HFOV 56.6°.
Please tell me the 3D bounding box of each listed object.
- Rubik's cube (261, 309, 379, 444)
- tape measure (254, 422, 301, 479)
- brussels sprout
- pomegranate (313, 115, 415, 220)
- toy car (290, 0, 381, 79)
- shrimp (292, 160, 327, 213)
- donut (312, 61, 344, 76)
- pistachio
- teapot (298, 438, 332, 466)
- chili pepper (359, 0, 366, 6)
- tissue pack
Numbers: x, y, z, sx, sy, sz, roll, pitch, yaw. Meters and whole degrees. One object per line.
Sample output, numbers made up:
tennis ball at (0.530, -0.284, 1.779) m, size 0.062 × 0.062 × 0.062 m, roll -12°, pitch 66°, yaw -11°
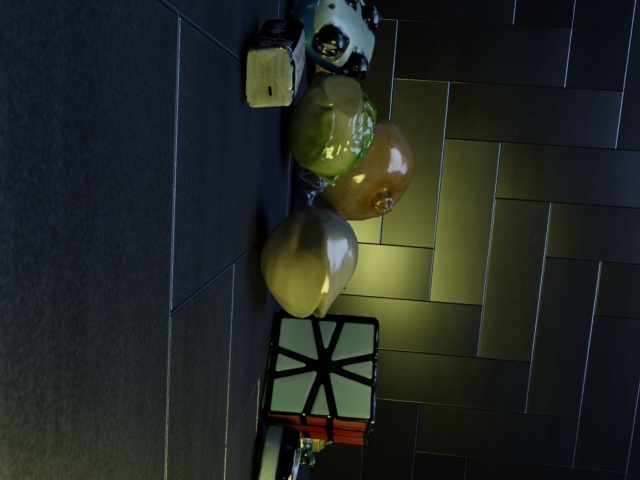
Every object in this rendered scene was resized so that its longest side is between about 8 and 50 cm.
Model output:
Rubik's cube at (0.008, 0.372, 1.606) m, size 0.283 × 0.293 × 0.289 m, roll 92°, pitch 2°, yaw -61°
tape measure at (-0.104, 0.541, 1.449) m, size 0.182 × 0.107 × 0.181 m, roll -79°, pitch 175°, yaw -62°
brussels sprout at (0.029, -0.295, 1.540) m, size 0.294 × 0.227 × 0.260 m, roll 115°, pitch -12°, yaw -65°
pomegranate at (0.146, -0.248, 2.111) m, size 0.411 × 0.410 × 0.412 m, roll 4°, pitch 90°, yaw -86°
toy car at (0.026, -0.522, 1.484) m, size 0.255 × 0.190 × 0.189 m, roll 21°, pitch 80°, yaw -54°
shrimp at (-0.009, -0.185, 1.771) m, size 0.221 × 0.165 × 0.411 m, roll -54°, pitch 160°, yaw -87°
donut at (0.049, -0.652, 1.989) m, size 0.330 × 0.159 × 0.330 m, roll -3°, pitch 90°, yaw -89°
pistachio at (-0.027, 0.057, 1.287) m, size 0.332 × 0.207 × 0.226 m, roll 115°, pitch -37°, yaw -58°
teapot at (-0.042, 0.588, 1.853) m, size 0.269 × 0.182 × 0.173 m, roll -81°, pitch 173°, yaw -59°
chili pepper at (0.126, -0.697, 1.886) m, size 0.052 × 0.050 × 0.202 m, roll 51°, pitch -27°, yaw 46°
tissue pack at (-0.076, -0.307, 1.023) m, size 0.170 × 0.090 × 0.103 m, roll -83°, pitch 176°, yaw -55°
